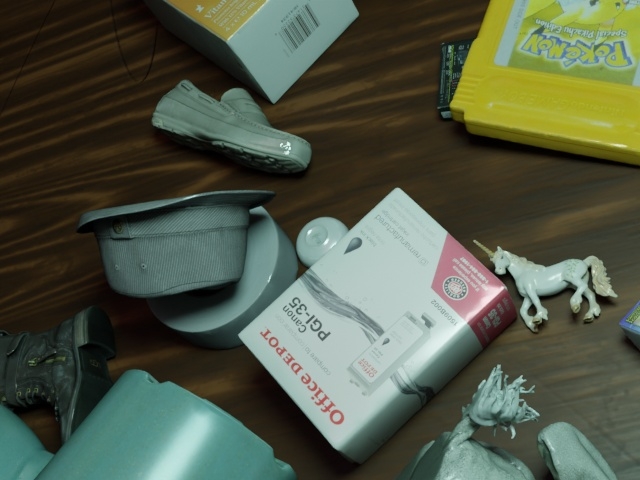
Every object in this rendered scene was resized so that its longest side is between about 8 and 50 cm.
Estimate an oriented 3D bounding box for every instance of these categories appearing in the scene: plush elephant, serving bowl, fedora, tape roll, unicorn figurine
[{"bbox_3d":[0.208,0.310,0.974,0.255,0.272,0.330,29,113,0],"label":"plush elephant"},{"bbox_3d":[0.000,0.000,1.368,0.083,0.027,0.083,-12,59,20],"label":"serving bowl"},{"bbox_3d":[-0.191,0.010,1.273,0.275,0.244,0.124,-6,89,23],"label":"fedora"},{"bbox_3d":[-0.146,0.045,1.385,0.219,0.072,0.219,-12,59,20],"label":"tape roll"},{"bbox_3d":[0.279,0.054,1.190,0.162,0.060,0.111,-6,58,4],"label":"unicorn figurine"}]

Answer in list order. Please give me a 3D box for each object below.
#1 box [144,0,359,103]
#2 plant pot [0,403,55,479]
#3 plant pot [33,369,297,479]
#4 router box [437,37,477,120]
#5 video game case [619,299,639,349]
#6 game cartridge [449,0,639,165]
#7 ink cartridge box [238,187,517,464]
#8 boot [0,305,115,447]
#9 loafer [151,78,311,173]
[{"bbox_3d":[-0.142,-0.420,1.595,0.215,0.168,0.345,-47,53,-6],"label":"box"},{"bbox_3d":[-0.460,0.348,1.256,0.196,0.293,0.293,14,67,5],"label":"plant pot"},{"bbox_3d":[-0.216,0.354,1.100,0.341,0.341,0.334,17,62,32],"label":"plant pot"},{"bbox_3d":[0.223,-0.239,1.393,0.092,0.038,0.122,-6,60,24],"label":"router box"},{"bbox_3d":[0.491,0.041,1.013,0.269,0.061,0.244,-46,21,-5],"label":"video game case"},{"bbox_3d":[0.357,-0.270,1.312,0.285,0.052,0.323,13,66,22],"label":"game cartridge"},{"bbox_3d":[0.072,0.109,1.198,0.283,0.117,0.207,-43,63,-3],"label":"ink cartridge box"},{"bbox_3d":[-0.416,0.228,1.413,0.229,0.091,0.263,-20,51,21],"label":"boot"},{"bbox_3d":[-0.136,-0.186,1.492,0.319,0.112,0.111,22,82,34],"label":"loafer"}]
